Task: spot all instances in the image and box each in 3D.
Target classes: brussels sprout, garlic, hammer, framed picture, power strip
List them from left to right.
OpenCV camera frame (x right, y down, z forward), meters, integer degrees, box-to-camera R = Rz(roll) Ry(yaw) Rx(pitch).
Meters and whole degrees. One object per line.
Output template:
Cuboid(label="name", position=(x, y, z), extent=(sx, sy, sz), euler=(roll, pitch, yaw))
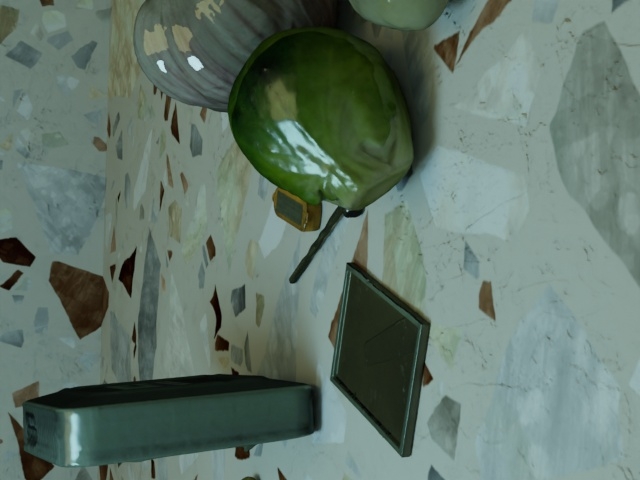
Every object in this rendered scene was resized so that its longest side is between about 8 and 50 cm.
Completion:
Cuboid(label="garlic", position=(-0.106, -0.313, 1.727), extent=(0.317, 0.259, 0.317), euler=(-53, 9, 12))
Cuboid(label="power strip", position=(-0.041, -0.053, 1.878), extent=(0.178, 0.028, 0.049), euler=(-148, 61, -64))
Cuboid(label="hammer", position=(0.000, 0.000, 1.787), extent=(0.292, 0.029, 0.058), euler=(124, 143, -56))
Cuboid(label="brussels sprout", position=(0.008, -0.153, 1.537), extent=(0.219, 0.210, 0.271), euler=(-52, 60, 20))
Cuboid(label="framed picture", position=(0.074, 0.151, 1.609), extent=(0.250, 0.016, 0.184), euler=(-143, 57, -63))

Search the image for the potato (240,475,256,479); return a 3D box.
Cuboid(label="potato", position=(-0.132, 0.438, 2.072), extent=(0.046, 0.045, 0.092), euler=(33, 131, 22))

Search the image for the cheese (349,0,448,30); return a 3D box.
Cuboid(label="cheese", position=(0.120, -0.413, 1.356), extent=(0.351, 0.129, 0.328), euler=(165, 106, -69))

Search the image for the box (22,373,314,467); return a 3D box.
Cuboid(label="box", position=(-0.245, 0.274, 1.896), extent=(0.396, 0.396, 0.111), euler=(169, 97, -66))
